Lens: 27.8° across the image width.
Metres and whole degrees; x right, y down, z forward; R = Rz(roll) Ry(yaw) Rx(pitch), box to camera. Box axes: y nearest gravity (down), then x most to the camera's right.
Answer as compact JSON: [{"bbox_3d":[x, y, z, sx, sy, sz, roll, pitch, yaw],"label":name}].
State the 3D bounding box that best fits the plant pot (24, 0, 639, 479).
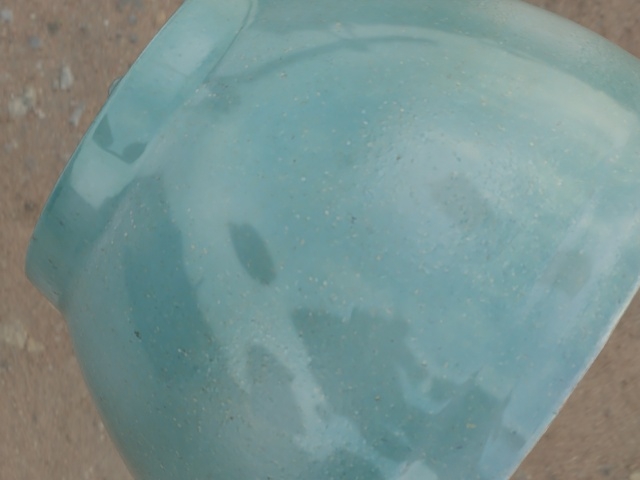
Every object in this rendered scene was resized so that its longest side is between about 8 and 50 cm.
[{"bbox_3d":[0.000,0.000,0.562,0.196,0.293,0.293,36,67,1],"label":"plant pot"}]
